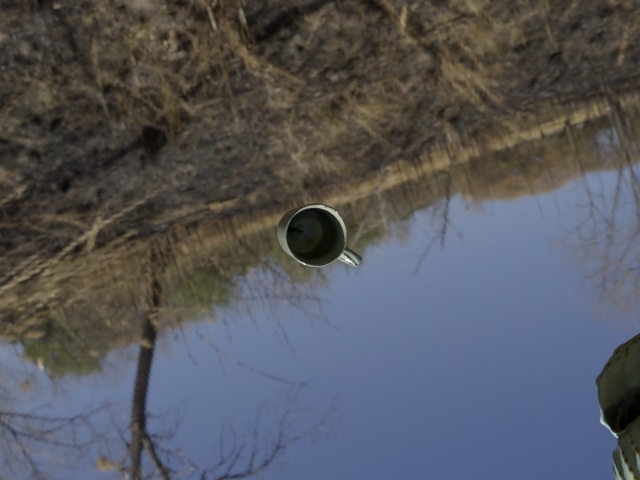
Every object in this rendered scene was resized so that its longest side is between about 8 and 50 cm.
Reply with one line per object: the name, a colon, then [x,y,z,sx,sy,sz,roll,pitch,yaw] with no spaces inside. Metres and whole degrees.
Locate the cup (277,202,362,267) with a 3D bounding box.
cup: [-0.001,-0.006,0.781,0.075,0.054,0.083,3,-178,-10]

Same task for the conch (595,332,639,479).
conch: [0.502,0.239,1.053,0.319,0.215,0.303,-15,-144,5]
